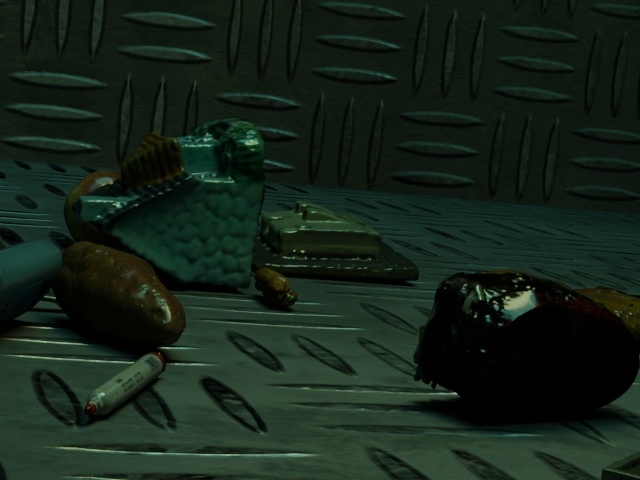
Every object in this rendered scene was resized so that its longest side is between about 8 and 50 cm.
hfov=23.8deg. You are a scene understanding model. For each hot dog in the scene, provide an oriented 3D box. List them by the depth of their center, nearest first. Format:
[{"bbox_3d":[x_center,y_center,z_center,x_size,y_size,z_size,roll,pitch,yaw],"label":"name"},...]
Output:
[{"bbox_3d":[-0.062,0.062,1.969,0.037,0.049,0.122,-34,13,-13],"label":"hot dog"}]

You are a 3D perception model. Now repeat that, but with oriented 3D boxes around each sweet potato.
[{"bbox_3d":[-0.210,0.062,1.623,0.097,0.097,0.251,2,12,-36],"label":"sweet potato"}]

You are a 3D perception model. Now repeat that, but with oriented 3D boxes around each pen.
[{"bbox_3d":[-0.175,0.130,1.354,0.026,0.026,0.218,7,7,8],"label":"pen"}]

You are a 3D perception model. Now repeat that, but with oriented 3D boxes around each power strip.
[{"bbox_3d":[0.002,-0.001,2.355,0.251,0.092,0.257,8,10,-17],"label":"power strip"}]

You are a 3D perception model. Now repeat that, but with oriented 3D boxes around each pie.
[{"bbox_3d":[0.330,0.090,2.012,0.273,0.069,0.273,11,8,-2],"label":"pie"}]

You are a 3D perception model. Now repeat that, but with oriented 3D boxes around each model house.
[{"bbox_3d":[-0.227,-0.063,2.087,0.241,0.226,0.261,3,5,-20],"label":"model house"}]

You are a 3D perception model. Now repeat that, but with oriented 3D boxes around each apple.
[{"bbox_3d":[-0.322,-0.043,2.262,0.126,0.126,0.102,3,-4,-28],"label":"apple"}]

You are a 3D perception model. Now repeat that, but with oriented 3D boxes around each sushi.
[{"bbox_3d":[0.203,0.102,1.499,0.225,0.136,0.126,7,13,-38],"label":"sushi"}]

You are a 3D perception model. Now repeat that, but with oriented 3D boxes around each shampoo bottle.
[{"bbox_3d":[-0.341,0.054,1.537,0.061,0.104,0.258,44,11,3],"label":"shampoo bottle"}]

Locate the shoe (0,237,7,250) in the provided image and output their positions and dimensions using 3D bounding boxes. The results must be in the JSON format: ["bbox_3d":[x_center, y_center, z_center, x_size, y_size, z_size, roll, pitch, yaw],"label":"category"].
[{"bbox_3d":[-0.452,-0.040,1.891,0.132,0.171,0.336,5,6,-20],"label":"shoe"}]

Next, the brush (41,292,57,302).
[{"bbox_3d":[-0.301,0.073,1.744,0.266,0.027,0.062,8,6,-18],"label":"brush"}]

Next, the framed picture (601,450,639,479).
[{"bbox_3d":[0.371,0.202,1.312,0.184,0.016,0.250,11,8,29],"label":"framed picture"}]
